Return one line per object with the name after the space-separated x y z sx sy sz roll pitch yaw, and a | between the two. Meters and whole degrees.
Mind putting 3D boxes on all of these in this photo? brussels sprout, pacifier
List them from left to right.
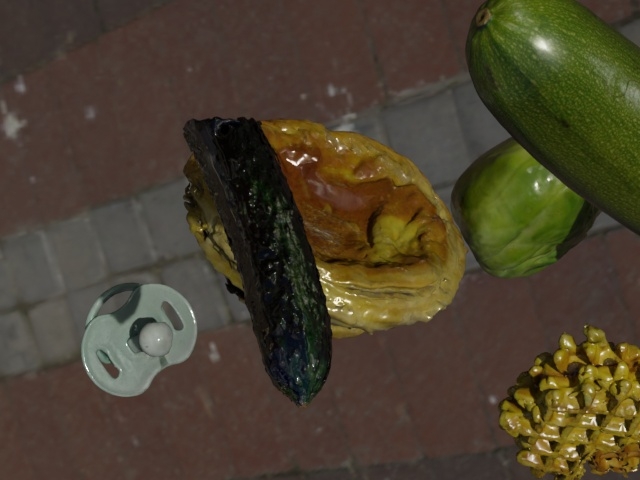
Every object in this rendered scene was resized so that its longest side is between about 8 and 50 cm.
-0.206 0.108 1.545 0.126 0.150 0.117 63 155 -5 | pacifier
0.256 -0.058 1.610 0.161 0.223 0.223 43 123 17 | brussels sprout

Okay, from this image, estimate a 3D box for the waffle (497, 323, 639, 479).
0.268 0.168 1.236 0.197 0.070 0.193 30 134 -23 | waffle

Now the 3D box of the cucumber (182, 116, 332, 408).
-0.037 0.005 0.967 0.067 0.067 0.245 -44 57 36 | cucumber

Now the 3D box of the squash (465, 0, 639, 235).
0.152 -0.034 0.589 0.066 0.252 0.066 -34 41 36 | squash

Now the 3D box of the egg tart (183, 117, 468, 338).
0.000 0.000 1.502 0.352 0.352 0.150 40 127 22 | egg tart
